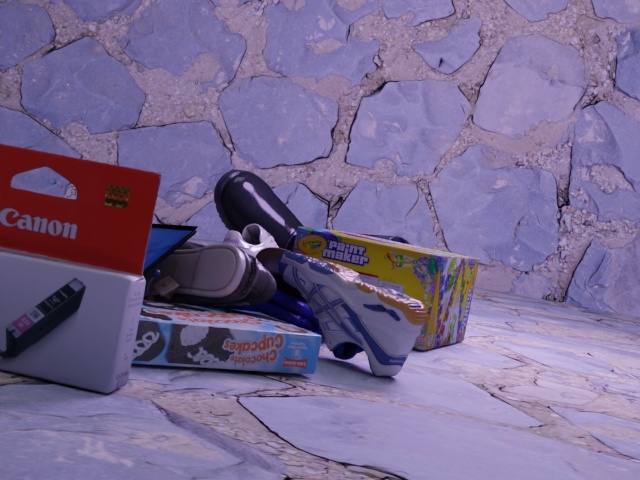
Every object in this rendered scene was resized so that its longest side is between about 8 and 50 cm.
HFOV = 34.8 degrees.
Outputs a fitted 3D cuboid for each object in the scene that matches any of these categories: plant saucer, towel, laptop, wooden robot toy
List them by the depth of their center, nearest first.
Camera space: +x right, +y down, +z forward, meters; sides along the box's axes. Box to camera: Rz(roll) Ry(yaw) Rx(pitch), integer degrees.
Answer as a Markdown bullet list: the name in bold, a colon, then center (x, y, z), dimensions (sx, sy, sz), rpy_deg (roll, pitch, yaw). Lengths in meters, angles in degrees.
- **laptop**: center (-0.357, -0.004, 1.462), dimensions (0.264, 0.137, 0.234), rpy_deg (25, -14, -39)
- **wooden robot toy**: center (-0.283, 0.105, 1.479), dimensions (0.173, 0.079, 0.076), rpy_deg (-13, 39, -4)
- **towel**: center (-0.157, 0.087, 1.701), dimensions (0.308, 0.076, 0.227), rpy_deg (15, -3, 36)
- **plant saucer**: center (-0.042, 0.096, 1.753), dimensions (0.198, 0.036, 0.199), rpy_deg (27, -34, 20)

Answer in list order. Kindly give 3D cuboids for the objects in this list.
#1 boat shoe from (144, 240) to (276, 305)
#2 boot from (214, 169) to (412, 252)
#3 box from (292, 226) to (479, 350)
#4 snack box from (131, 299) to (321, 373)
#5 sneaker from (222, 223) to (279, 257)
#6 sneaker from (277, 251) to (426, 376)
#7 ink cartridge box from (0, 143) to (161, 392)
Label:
- **boat shoe**: center (-0.207, 0.053, 1.558), dimensions (0.335, 0.112, 0.095), rpy_deg (6, -18, 43)
- **boot**: center (0.001, 0.001, 2.334), dimensions (0.445, 0.146, 0.367), rpy_deg (16, -27, 46)
- **box**: center (0.122, 0.089, 1.977), dimensions (0.290, 0.177, 0.279), rpy_deg (12, 2, 22)
- **snack box**: center (-0.183, 0.124, 1.366), dimensions (0.322, 0.060, 0.187), rpy_deg (9, 3, -33)
- **sneaker**: center (-0.109, 0.046, 2.226), dimensions (0.114, 0.152, 0.305), rpy_deg (10, 1, 34)
- **sneaker**: center (0.023, 0.109, 1.556), dimensions (0.112, 0.131, 0.296), rpy_deg (12, 9, -43)
- **ink cartridge box**: center (-0.326, 0.020, 1.116), dimensions (0.275, 0.239, 0.060), rpy_deg (11, 3, 10)
